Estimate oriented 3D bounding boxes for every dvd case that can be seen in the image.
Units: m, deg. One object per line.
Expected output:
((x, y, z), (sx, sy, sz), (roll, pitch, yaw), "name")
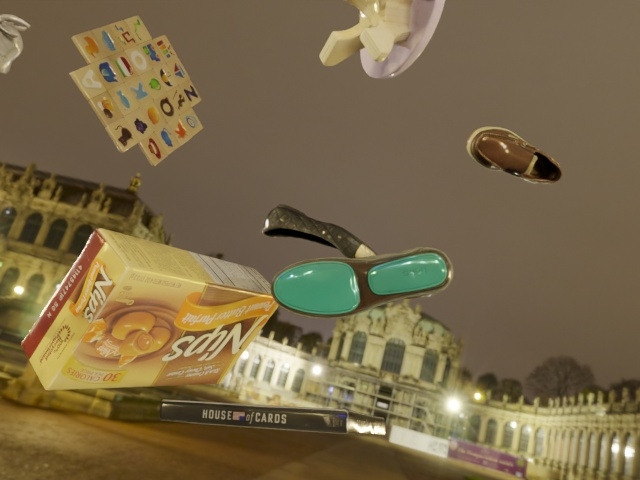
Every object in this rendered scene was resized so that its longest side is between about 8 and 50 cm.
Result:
((-0.054, 0.227, 0.688), (0.238, 0.030, 0.179), (-4, -21, 19), "dvd case")

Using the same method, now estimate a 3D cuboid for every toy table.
((0.116, -0.453, 1.098), (0.160, 0.252, 0.274), (-10, -39, -35), "toy table")

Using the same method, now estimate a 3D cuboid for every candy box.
((-0.210, 0.109, 0.751), (0.087, 0.183, 0.316), (42, 10, 29), "candy box")

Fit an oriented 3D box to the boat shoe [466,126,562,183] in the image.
((0.452, -0.191, 1.229), (0.257, 0.095, 0.095), (12, 17, -27), "boat shoe")

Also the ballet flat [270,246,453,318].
((0.049, 0.052, 0.644), (0.213, 0.072, 0.068), (-8, -8, 1), "ballet flat")

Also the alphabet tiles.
((-0.383, -0.331, 1.176), (0.011, 0.342, 0.285), (-16, -65, 27), "alphabet tiles")

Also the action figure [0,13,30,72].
((-0.417, -0.171, 0.505), (0.285, 0.099, 0.185), (-14, 26, -5), "action figure")

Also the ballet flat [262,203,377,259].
((0.000, 0.000, 0.712), (0.173, 0.049, 0.057), (22, -14, 29), "ballet flat")
